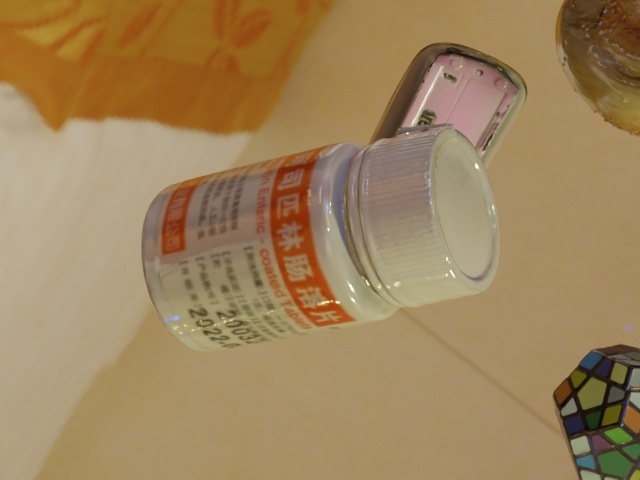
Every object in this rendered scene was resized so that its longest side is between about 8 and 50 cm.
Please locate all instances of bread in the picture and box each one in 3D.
[{"bbox_3d":[0.390,-0.248,1.956,0.171,0.192,0.314,78,23,-50],"label":"bread"}]

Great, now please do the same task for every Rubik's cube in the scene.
[{"bbox_3d":[0.254,0.147,1.287,0.133,0.133,0.112,-43,180,-22],"label":"Rubik's cube"}]

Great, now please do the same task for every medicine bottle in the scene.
[{"bbox_3d":[0.000,0.000,1.190,0.144,0.252,0.145,38,47,-56],"label":"medicine bottle"}]

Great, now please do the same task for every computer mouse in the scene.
[{"bbox_3d":[0.156,-0.133,2.066,0.072,0.158,0.310,-73,-173,-50],"label":"computer mouse"}]
